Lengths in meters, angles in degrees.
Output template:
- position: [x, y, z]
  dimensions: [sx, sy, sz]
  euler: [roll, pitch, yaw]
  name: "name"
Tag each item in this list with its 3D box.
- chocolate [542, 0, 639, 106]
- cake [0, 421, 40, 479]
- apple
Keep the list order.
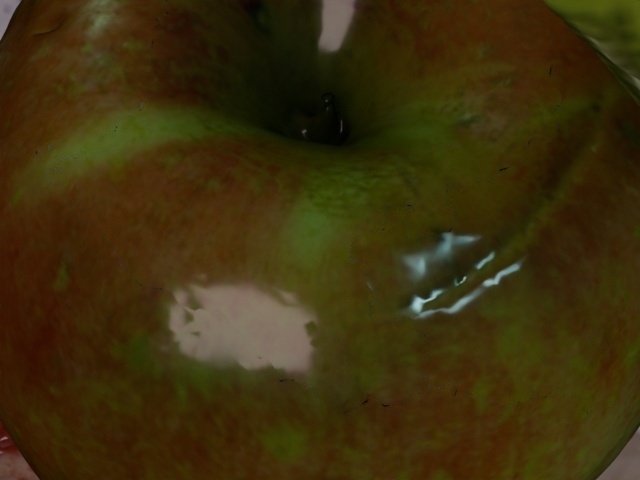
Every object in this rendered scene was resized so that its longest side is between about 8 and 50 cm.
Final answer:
- position: [0.228, -0.079, 0.344]
  dimensions: [0.289, 0.301, 0.137]
  euler: [1, 77, 27]
  name: "chocolate"
- position: [-0.220, 0.026, 0.658]
  dimensions: [0.262, 0.159, 0.158]
  euler: [-4, 113, 5]
  name: "cake"
- position: [0.000, 0.000, 0.503]
  dimensions: [0.246, 0.246, 0.226]
  euler: [25, 153, 12]
  name: "apple"
